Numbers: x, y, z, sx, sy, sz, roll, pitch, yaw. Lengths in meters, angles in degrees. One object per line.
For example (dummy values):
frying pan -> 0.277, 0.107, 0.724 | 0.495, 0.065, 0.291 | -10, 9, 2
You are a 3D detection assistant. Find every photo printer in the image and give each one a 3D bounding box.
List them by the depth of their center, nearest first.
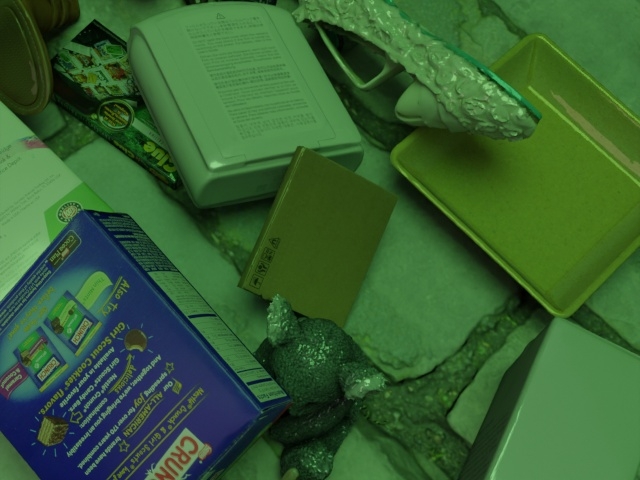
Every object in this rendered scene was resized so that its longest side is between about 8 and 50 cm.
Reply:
photo printer -> -0.114, -0.203, 1.640 | 0.256, 0.107, 0.307 | -13, 61, -28

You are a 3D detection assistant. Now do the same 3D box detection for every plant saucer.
plant saucer -> 0.314, -0.087, 1.695 | 0.333, 0.081, 0.333 | -41, 76, -22

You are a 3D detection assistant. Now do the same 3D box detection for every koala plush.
koala plush -> -0.016, 0.159, 1.455 | 0.196, 0.221, 0.203 | 38, 66, 10

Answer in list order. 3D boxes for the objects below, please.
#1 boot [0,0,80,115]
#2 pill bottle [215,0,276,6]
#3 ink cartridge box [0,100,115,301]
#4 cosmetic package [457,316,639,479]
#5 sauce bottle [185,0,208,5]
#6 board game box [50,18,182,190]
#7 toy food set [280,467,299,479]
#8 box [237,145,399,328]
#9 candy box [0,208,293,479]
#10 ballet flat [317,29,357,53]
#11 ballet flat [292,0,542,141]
boot -> -0.404, -0.303, 1.644 | 0.109, 0.220, 0.283 | -34, 84, 18
pill bottle -> -0.102, -0.395, 1.724 | 0.094, 0.169, 0.094 | 3, 65, -7
ink cartridge box -> -0.455, -0.063, 1.549 | 0.353, 0.119, 0.207 | 44, 66, 12
cosmetic package -> 0.234, 0.344, 1.405 | 0.161, 0.230, 0.453 | 26, 65, 4
sauce bottle -> -0.188, -0.378, 1.775 | 0.042, 0.042, 0.128 | -11, 66, -13
board game box -> -0.265, -0.195, 1.688 | 0.259, 0.030, 0.136 | 37, 64, 9
toy food set -> 0.036, 0.354, 1.434 | 0.218, 0.128, 0.071 | 38, 37, 21
box -> 0.000, 0.000, 1.564 | 0.164, 0.021, 0.201 | 26, 84, -29
candy box -> -0.233, 0.167, 1.383 | 0.268, 0.122, 0.317 | -46, 75, 14
ballet flat -> -0.004, -0.379, 1.776 | 0.068, 0.072, 0.213 | -31, 91, -25
ballet flat -> 0.121, -0.240, 1.648 | 0.147, 0.147, 0.409 | -38, 68, -22
